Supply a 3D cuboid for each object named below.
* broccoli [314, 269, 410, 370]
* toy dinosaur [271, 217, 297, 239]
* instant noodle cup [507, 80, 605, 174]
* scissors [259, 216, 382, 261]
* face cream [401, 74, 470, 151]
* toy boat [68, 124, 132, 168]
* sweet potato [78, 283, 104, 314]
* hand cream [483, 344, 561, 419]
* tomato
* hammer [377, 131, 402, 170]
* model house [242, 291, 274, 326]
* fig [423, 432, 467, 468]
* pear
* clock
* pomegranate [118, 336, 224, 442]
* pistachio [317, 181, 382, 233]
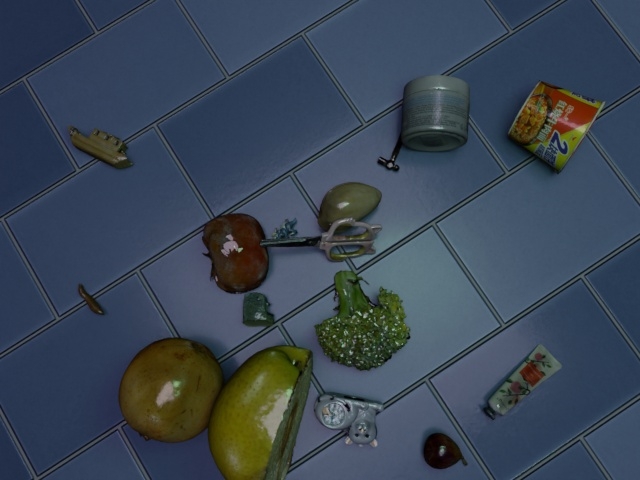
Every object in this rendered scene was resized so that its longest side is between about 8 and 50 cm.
[{"bbox_3d":[0.101,0.195,1.425,0.242,0.180,0.273,-16,81,0],"label":"broccoli"},{"bbox_3d":[-0.096,-0.029,1.540,0.083,0.030,0.047,-33,84,-3],"label":"toy dinosaur"},{"bbox_3d":[0.605,-0.306,1.480,0.174,0.213,0.213,31,84,14],"label":"instant noodle cup"},{"bbox_3d":[0.000,0.000,1.467,0.318,0.160,0.024,-1,44,-13],"label":"scissors"},{"bbox_3d":[0.303,-0.329,1.496,0.177,0.177,0.153,5,82,3],"label":"face cream"},{"bbox_3d":[-0.614,-0.268,1.581,0.200,0.057,0.077,26,79,6],"label":"toy boat"},{"bbox_3d":[-0.626,0.165,1.534,0.115,0.026,0.026,44,85,12],"label":"sweet potato"},{"bbox_3d":[0.516,0.371,1.458,0.234,0.050,0.080,-40,79,-10],"label":"hand cream"},{"bbox_3d":[-0.227,0.026,1.480,0.181,0.155,0.214,-19,80,-5],"label":"tomato"},{"bbox_3d":[0.219,-0.280,1.571,0.065,0.021,0.178,23,83,6],"label":"hammer"},{"bbox_3d":[-0.165,0.183,1.504,0.079,0.066,0.083,-6,64,12],"label":"model house"},{"bbox_3d":[0.325,0.536,1.426,0.125,0.089,0.089,16,82,-17],"label":"fig"},{"bbox_3d":[-0.152,0.419,1.333,0.191,0.340,0.386,17,105,10],"label":"pear"},{"bbox_3d":[0.067,0.458,1.440,0.176,0.080,0.117,11,83,2],"label":"clock"},{"bbox_3d":[-0.362,0.370,1.380,0.264,0.264,0.264,0,82,2],"label":"pomegranate"},{"bbox_3d":[0.074,-0.092,1.503,0.185,0.124,0.124,-19,82,-6],"label":"pistachio"}]
